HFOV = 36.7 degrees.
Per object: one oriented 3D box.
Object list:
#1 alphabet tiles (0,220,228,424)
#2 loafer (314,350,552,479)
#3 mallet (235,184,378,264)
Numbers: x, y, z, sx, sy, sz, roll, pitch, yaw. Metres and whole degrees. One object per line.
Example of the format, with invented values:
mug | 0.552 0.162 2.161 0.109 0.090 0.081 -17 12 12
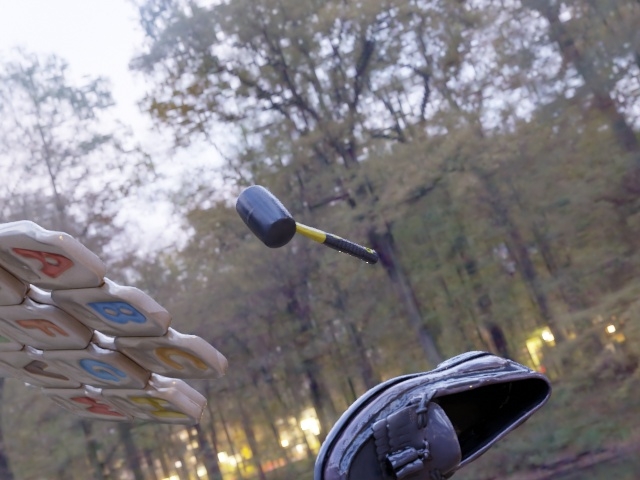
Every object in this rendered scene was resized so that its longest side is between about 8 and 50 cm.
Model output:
alphabet tiles | -0.208 0.053 0.639 0.278 0.021 0.284 -6 -37 37
loafer | 0.123 0.186 0.982 0.095 0.109 0.302 -1 14 45
mallet | 0.000 0.000 0.957 0.189 0.062 0.039 24 -72 -40
